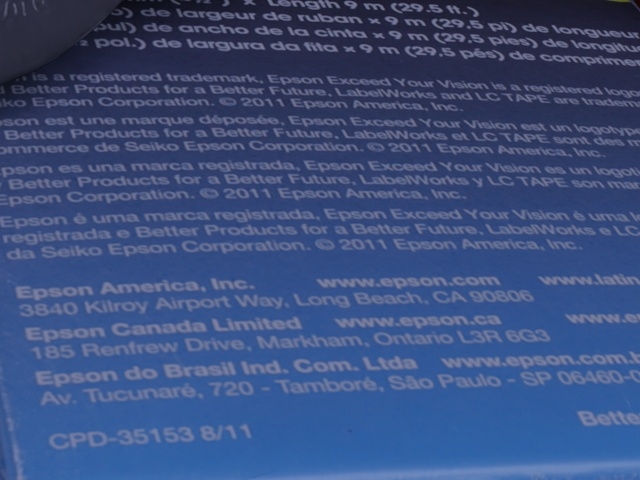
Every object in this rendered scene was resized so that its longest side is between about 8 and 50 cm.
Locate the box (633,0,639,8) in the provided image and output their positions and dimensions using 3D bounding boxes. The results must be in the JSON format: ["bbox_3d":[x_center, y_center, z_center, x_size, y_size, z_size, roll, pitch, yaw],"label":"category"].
[{"bbox_3d":[0.198,-0.026,0.634,0.154,0.142,0.300,3,85,-14],"label":"box"}]

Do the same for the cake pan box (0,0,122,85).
[{"bbox_3d":[-0.141,-0.160,0.460,0.245,0.070,0.267,-25,101,-39],"label":"cake pan box"}]

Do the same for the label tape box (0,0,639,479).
[{"bbox_3d":[0.000,0.000,0.565,0.249,0.115,0.348,0,32,-18],"label":"label tape box"}]
